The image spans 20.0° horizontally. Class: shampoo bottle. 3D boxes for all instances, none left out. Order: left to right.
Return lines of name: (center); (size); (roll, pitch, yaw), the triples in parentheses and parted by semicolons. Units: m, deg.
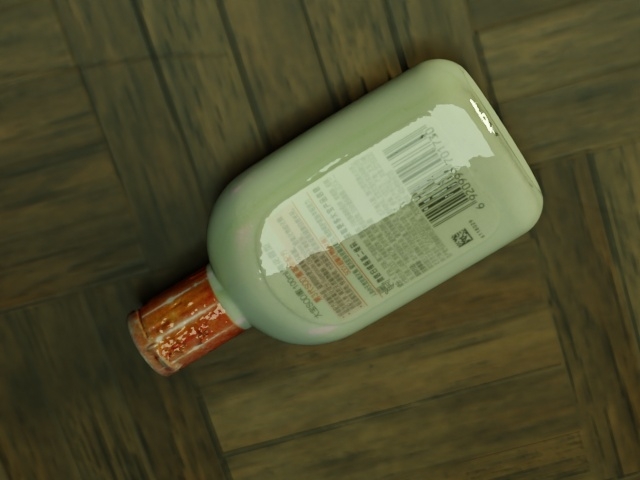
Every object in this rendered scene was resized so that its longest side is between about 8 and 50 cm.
shampoo bottle: (0.000, 0.000, 0.938); (0.221, 0.051, 0.108); (-31, 111, 13)
